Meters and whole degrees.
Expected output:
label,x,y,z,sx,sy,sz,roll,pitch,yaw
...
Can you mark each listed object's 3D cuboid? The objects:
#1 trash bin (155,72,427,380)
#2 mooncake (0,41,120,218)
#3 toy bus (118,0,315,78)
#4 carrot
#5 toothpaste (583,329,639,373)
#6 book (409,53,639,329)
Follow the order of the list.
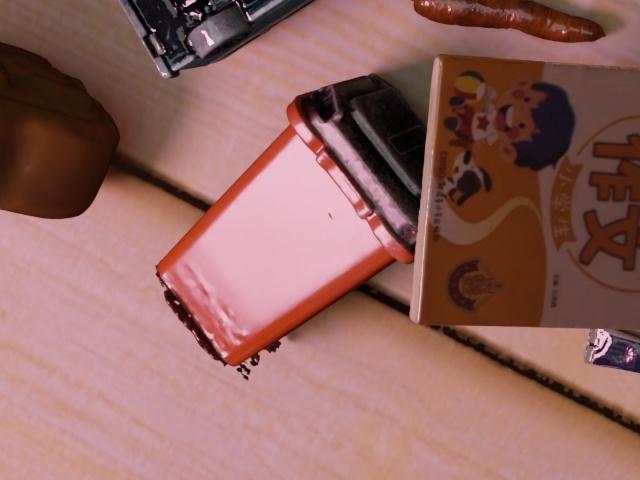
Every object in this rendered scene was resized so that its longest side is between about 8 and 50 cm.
label,x,y,z,sx,sy,sz,roll,pitch,yaw
trash bin,0.000,0.000,1.373,0.238,0.161,0.184,-42,84,25
mooncake,-0.297,-0.112,1.415,0.235,0.235,0.117,27,106,12
toy bus,-0.026,-0.253,1.335,0.271,0.165,0.133,-30,88,18
carrot,0.154,-0.187,1.359,0.165,0.035,0.036,11,100,13
toothpaste,0.288,0.101,1.361,0.140,0.021,0.037,14,101,17
book,0.219,-0.032,1.288,0.295,0.020,0.208,2,98,-16
